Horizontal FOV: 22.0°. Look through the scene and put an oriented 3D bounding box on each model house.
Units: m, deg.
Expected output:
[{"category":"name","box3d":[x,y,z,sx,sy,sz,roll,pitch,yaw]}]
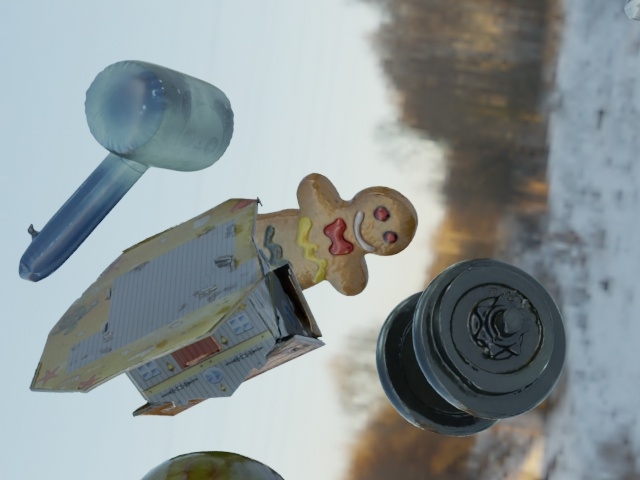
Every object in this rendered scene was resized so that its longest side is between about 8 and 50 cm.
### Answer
[{"category":"model house","box3d":[-0.110,0.093,1.364,0.136,0.219,0.207,56,-168,-27]}]

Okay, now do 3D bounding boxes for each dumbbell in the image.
[{"category":"dumbbell","box3d":[0.177,0.130,1.954,0.290,0.192,0.192,134,148,-67]}]

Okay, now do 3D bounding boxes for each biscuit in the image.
[{"category":"biscuit","box3d":[0.000,0.000,2.023,0.036,0.250,0.165,-63,-45,-64]}]

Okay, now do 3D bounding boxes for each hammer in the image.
[{"category":"hammer","box3d":[-0.152,-0.042,1.158,0.194,0.069,0.116,-46,-25,17]}]

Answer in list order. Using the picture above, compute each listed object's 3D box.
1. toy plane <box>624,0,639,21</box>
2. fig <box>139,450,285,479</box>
[{"category":"toy plane","box3d":[0.385,-0.253,1.658,0.065,0.171,0.162,62,167,2]},{"category":"fig","box3d":[-0.067,0.230,1.100,0.148,0.142,0.186,35,-160,-50]}]
